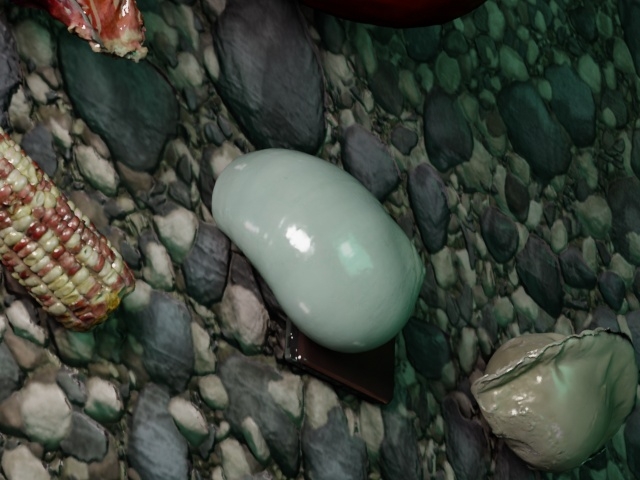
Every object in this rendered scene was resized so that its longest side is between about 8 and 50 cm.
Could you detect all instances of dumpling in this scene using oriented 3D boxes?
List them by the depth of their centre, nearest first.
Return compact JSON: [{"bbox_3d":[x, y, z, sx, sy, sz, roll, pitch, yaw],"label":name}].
[{"bbox_3d":[0.262,0.157,1.834,0.247,0.172,0.142,31,22,-49],"label":"dumpling"}]

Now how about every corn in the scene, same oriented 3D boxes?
[{"bbox_3d":[-0.236,-0.027,1.336,0.237,0.079,0.079,52,40,-21],"label":"corn"}]

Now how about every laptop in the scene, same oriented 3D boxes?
[{"bbox_3d":[0.023,0.046,1.683,0.154,0.026,0.207,30,54,-45],"label":"laptop"}]

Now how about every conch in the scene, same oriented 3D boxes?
[{"bbox_3d":[0.005,-0.002,1.588,0.221,0.121,0.185,48,20,-7],"label":"conch"}]

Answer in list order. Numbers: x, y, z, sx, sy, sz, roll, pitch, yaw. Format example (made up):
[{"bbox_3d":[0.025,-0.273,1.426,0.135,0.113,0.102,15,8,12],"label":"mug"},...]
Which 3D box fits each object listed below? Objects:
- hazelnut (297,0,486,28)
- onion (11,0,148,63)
[{"bbox_3d":[0.046,-0.407,1.645,0.421,0.353,0.421,7,73,-24],"label":"hazelnut"},{"bbox_3d":[-0.255,-0.293,1.356,0.267,0.159,0.349,-20,99,-42],"label":"onion"}]
